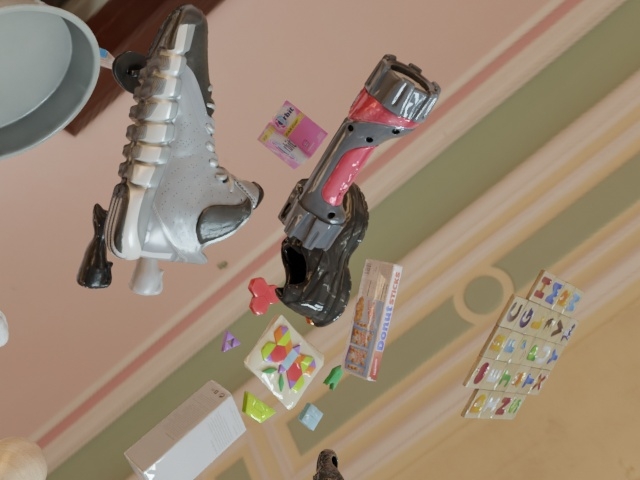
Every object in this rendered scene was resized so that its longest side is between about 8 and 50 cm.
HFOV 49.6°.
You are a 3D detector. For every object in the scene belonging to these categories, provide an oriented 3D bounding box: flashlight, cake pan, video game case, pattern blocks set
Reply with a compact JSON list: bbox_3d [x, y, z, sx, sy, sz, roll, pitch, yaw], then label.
[{"bbox_3d":[0.054,-0.114,1.003,0.304,0.103,0.103,-59,-145,29],"label":"flashlight"},{"bbox_3d":[-0.459,-0.230,0.993,0.293,0.293,0.054,-42,-106,8],"label":"cake pan"},{"bbox_3d":[-0.412,-0.325,1.186,0.166,0.119,0.015,-141,-112,-80],"label":"video game case"},{"bbox_3d":[-0.077,0.261,1.511,0.026,0.324,0.286,0,-120,53],"label":"pattern blocks set"}]

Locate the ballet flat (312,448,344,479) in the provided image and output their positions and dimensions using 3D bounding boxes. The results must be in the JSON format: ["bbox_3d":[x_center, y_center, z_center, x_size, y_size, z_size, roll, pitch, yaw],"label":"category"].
[{"bbox_3d":[0.018,0.367,1.084,0.049,0.173,0.058,-6,-93,3],"label":"ballet flat"}]

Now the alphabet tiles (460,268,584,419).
[{"bbox_3d":[0.371,0.198,1.245,0.011,0.342,0.285,33,-82,38],"label":"alphabet tiles"}]

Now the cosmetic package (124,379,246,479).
[{"bbox_3d":[-0.271,0.409,1.412,0.231,0.118,0.085,-36,-142,-30],"label":"cosmetic package"}]

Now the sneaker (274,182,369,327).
[{"bbox_3d":[0.000,0.000,1.211,0.109,0.130,0.287,-24,-133,49],"label":"sneaker"}]

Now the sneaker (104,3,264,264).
[{"bbox_3d":[-0.107,-0.085,0.632,0.086,0.132,0.229,26,-79,61],"label":"sneaker"}]

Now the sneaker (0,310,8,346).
[{"bbox_3d":[-0.713,0.176,1.401,0.090,0.232,0.115,-24,-126,-2],"label":"sneaker"}]

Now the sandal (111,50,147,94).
[{"bbox_3d":[-0.274,-0.257,1.167,0.040,0.179,0.067,17,-104,38],"label":"sandal"}]

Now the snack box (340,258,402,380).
[{"bbox_3d":[0.077,0.120,1.061,0.064,0.022,0.179,10,-94,49],"label":"snack box"}]

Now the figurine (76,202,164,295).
[{"bbox_3d":[-0.491,0.022,1.759,0.092,0.214,0.210,43,-61,62],"label":"figurine"}]

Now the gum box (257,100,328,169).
[{"bbox_3d":[-0.063,-0.214,1.441,0.062,0.107,0.188,-54,-171,-10],"label":"gum box"}]

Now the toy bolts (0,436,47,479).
[{"bbox_3d":[-0.338,0.219,0.556,0.158,0.228,0.218,-46,-137,6],"label":"toy bolts"}]
